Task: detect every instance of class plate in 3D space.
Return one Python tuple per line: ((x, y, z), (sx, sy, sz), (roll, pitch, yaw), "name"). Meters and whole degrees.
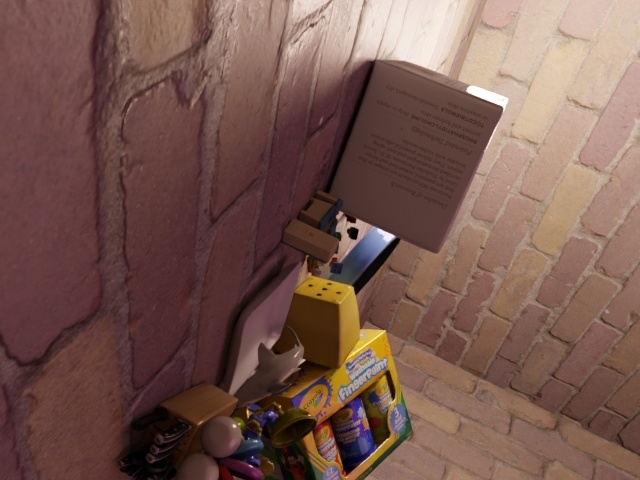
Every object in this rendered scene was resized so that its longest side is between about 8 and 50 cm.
((-0.149, 0.207, 1.426), (0.277, 0.045, 0.277), (-46, 159, -53), "plate")

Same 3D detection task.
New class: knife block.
((-0.262, 0.345, 1.121), (0.275, 0.088, 0.242), (-53, 164, -40), "knife block")

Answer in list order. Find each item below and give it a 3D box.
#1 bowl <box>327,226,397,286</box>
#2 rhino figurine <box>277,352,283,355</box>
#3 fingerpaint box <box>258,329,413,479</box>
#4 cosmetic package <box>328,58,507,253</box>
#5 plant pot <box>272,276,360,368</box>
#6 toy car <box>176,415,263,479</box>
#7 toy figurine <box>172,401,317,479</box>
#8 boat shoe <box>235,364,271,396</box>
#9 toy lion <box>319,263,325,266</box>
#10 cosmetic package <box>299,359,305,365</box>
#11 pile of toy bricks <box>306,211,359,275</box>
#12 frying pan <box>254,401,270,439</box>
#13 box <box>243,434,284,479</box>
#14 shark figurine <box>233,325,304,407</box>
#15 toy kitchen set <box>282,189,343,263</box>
((0.143, 0.088, 2.029), (0.391, 0.077, 0.391), (-46, 168, -13), "bowl")
((-0.080, 0.350, 1.880), (0.243, 0.107, 0.073), (-50, 132, -46), "rhino figurine")
((0.063, 0.530, 1.808), (0.445, 0.163, 0.370), (-24, 102, -43), "fingerpaint box")
((0.262, -0.241, 1.579), (0.329, 0.328, 0.393), (-43, 155, -65), "cosmetic package")
((0.000, 0.228, 1.765), (0.212, 0.213, 0.187), (-39, 138, -63), "plant pot")
((-0.177, 0.428, 1.106), (0.182, 0.136, 0.159), (-58, 165, -29), "toy car")
((-0.198, 0.463, 1.494), (0.362, 0.191, 0.217), (-43, -149, 13), "toy figurine")
((-0.163, 0.385, 1.615), (0.096, 0.088, 0.267), (-64, 168, -6), "boat shoe")
((0.001, 0.036, 1.758), (0.096, 0.034, 0.100), (-21, 136, -63), "toy lion")
((-0.074, 0.431, 2.024), (0.085, 0.118, 0.231), (-66, 166, 9), "cosmetic package")
((0.026, -0.008, 1.656), (0.105, 0.118, 0.212), (-142, -119, -63), "pile of toy bricks")
((-0.174, 0.556, 1.795), (0.053, 0.197, 0.326), (-20, -160, 42), "frying pan")
((-0.125, 0.655, 1.908), (0.231, 0.262, 0.126), (-58, 167, -33), "box")
((-0.107, 0.288, 1.445), (0.166, 0.116, 0.278), (-30, -174, 43), "shark figurine")
((0.000, 0.000, 1.453), (0.207, 0.122, 0.166), (-53, 163, -44), "toy kitchen set")
